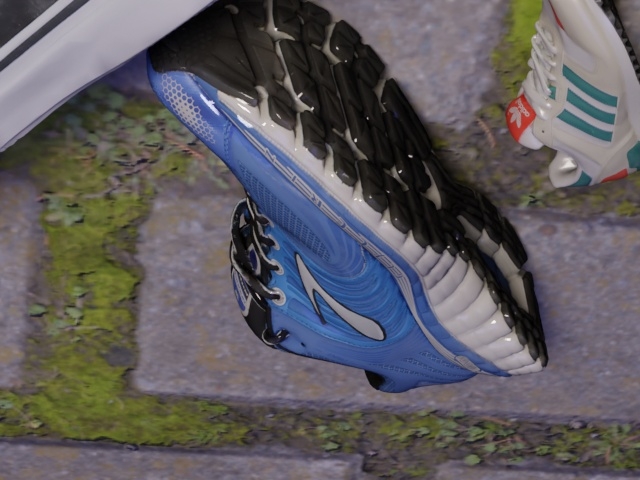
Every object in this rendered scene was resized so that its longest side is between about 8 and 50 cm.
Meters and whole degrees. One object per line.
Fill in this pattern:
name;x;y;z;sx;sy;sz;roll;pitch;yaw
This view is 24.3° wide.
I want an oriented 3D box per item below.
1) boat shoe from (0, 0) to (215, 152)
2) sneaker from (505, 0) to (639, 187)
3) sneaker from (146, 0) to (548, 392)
boat shoe;-0.159;-0.112;0.686;0.335;0.121;0.119;-29;110;31
sneaker;0.128;-0.080;0.770;0.075;0.057;0.161;-22;140;13
sneaker;0.000;0.000;0.803;0.147;0.130;0.330;-24;136;19
